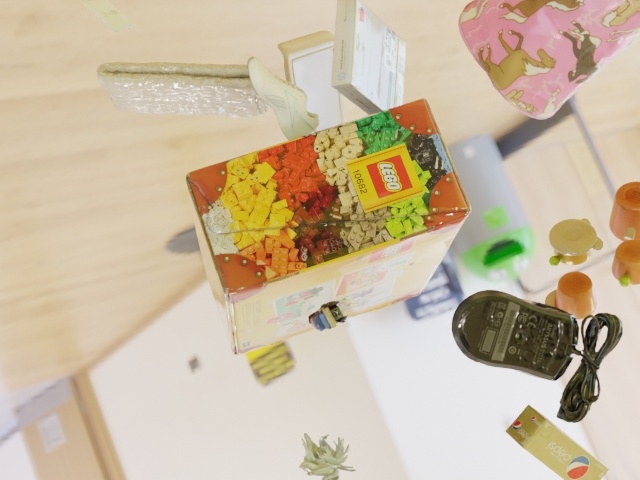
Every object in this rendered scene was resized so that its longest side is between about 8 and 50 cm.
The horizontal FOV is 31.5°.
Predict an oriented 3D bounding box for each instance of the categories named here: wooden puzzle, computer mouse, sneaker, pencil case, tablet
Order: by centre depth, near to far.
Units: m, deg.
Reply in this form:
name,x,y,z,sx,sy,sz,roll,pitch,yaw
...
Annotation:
name,x,y,z,sx,sy,sz,roll,pitch,yaw
pencil case,0.313,-0.284,1.128,0.386,0.160,0.167,-40,152,29
sneaker,-0.056,-0.222,1.727,0.061,0.152,0.053,-29,-156,18
computer mouse,0.326,0.162,1.804,0.272,0.188,0.072,22,-178,-11
tablet,-0.359,-0.386,1.940,0.054,0.083,0.006,-30,157,-49
wooden puzzle,-0.015,-0.293,2.292,0.044,0.238,0.221,-5,-165,28

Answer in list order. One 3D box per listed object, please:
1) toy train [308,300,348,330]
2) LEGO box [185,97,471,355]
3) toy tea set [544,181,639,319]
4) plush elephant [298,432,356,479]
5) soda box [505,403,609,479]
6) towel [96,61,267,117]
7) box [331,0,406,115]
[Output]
name,x,y,z,sx,sy,sz,roll,pitch,yaw
toy train,0.005,0.088,1.303,0.036,0.027,0.158,-28,178,-7
LEGO box,0.000,0.000,1.830,0.372,0.193,0.500,-18,166,-8
toy tea set,0.536,0.031,2.077,0.336,0.200,0.124,-29,139,-12
plush elephant,0.029,0.453,1.489,0.272,0.330,0.255,-11,-150,15
soda box,0.387,0.343,1.853,0.061,0.181,0.058,-50,-150,1
towel,-0.233,-0.262,1.960,0.282,0.049,0.187,2,168,1
box,0.078,-0.277,1.774,0.038,0.145,0.186,-3,166,27
